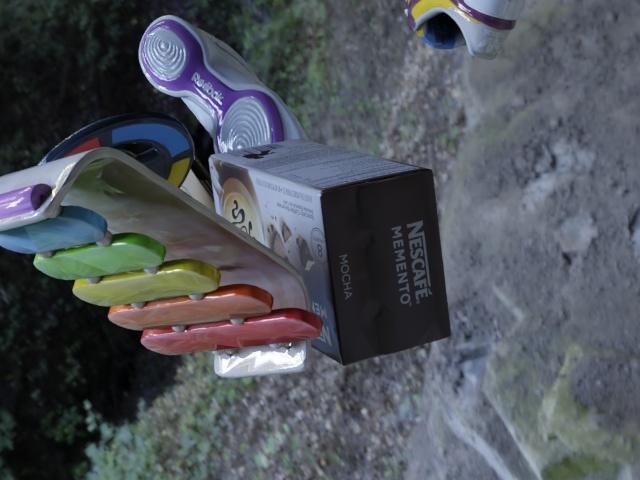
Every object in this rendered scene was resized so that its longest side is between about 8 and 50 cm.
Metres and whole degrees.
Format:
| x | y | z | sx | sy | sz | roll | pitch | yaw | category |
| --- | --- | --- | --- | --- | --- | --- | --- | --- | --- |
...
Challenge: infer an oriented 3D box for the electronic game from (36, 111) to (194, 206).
| x | y | z | sx | sy | sz | roll | pitch | yaw | category |
| --- | --- | --- | --- | --- | --- | --- | --- | --- | --- |
| -0.258 | -0.072 | 1.418 | 0.229 | 0.229 | 0.048 | -31 | 65 | -6 | electronic game |

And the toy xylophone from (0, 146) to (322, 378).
| x | y | z | sx | sy | sz | roll | pitch | yaw | category |
| --- | --- | --- | --- | --- | --- | --- | --- | --- | --- |
| -0.156 | 0.025 | 0.973 | 0.236 | 0.322 | 0.081 | -16 | 53 | 46 | toy xylophone |

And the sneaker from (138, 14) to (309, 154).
| x | y | z | sx | sy | sz | roll | pitch | yaw | category |
| --- | --- | --- | --- | --- | --- | --- | --- | --- | --- |
| -0.089 | -0.163 | 1.433 | 0.114 | 0.152 | 0.305 | -46 | 70 | 19 | sneaker |

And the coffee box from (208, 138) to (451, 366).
| x | y | z | sx | sy | sz | roll | pitch | yaw | category |
| --- | --- | --- | --- | --- | --- | --- | --- | --- | --- |
| 0.000 | 0.000 | 1.172 | 0.119 | 0.168 | 0.297 | -13 | 16 | -23 | coffee box |

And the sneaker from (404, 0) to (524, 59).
| x | y | z | sx | sy | sz | roll | pitch | yaw | category |
| --- | --- | --- | --- | --- | --- | --- | --- | --- | --- |
| 0.074 | -0.173 | 0.764 | 0.069 | 0.084 | 0.185 | 9 | 16 | -21 | sneaker |

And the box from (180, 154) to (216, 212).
| x | y | z | sx | sy | sz | roll | pitch | yaw | category |
| --- | --- | --- | --- | --- | --- | --- | --- | --- | --- |
| -0.189 | -0.038 | 1.607 | 0.021 | 0.201 | 0.164 | -29 | 75 | -33 | box |
